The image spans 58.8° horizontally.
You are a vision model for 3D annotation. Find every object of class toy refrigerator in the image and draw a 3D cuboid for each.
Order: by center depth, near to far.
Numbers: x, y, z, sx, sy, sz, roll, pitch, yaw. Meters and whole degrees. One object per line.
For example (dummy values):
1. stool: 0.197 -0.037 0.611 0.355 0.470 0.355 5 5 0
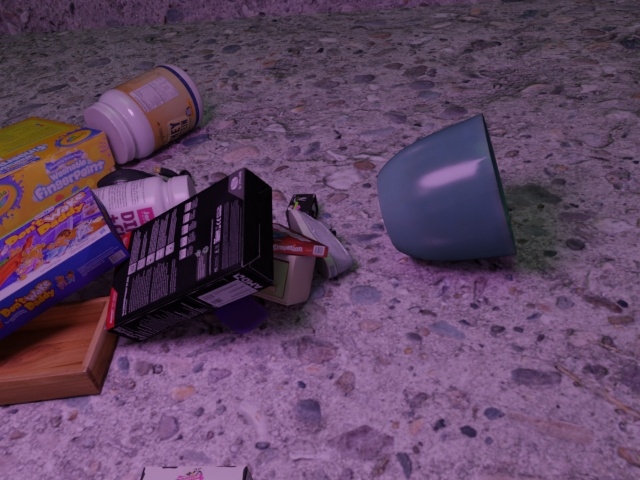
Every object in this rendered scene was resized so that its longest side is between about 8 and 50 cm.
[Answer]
1. toy refrigerator: -0.154 0.051 1.209 0.270 0.102 0.094 14 8 28

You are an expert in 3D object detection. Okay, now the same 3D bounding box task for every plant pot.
1. plant pot: 0.255 -0.089 1.184 0.235 0.293 0.293 -13 35 20

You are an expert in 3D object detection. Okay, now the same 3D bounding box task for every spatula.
1. spatula: -0.240 0.116 1.230 0.297 0.030 0.084 23 51 35

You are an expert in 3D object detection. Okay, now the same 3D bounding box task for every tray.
1. tray: -0.626 0.230 1.143 0.411 0.076 0.202 -7 37 3

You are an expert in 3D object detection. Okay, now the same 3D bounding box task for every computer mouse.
1. computer mouse: -0.467 -0.174 1.555 0.262 0.060 0.184 7 31 -20

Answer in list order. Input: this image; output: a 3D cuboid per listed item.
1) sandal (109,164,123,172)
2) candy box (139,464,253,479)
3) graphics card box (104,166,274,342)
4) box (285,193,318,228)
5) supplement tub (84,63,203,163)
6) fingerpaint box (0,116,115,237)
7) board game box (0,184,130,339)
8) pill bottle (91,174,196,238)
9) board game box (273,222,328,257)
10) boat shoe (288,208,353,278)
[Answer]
1. sandal: -0.565 -0.126 1.598 0.079 0.088 0.240 -47 42 7
2. candy box: -0.190 0.421 0.796 0.165 0.070 0.196 -4 39 9
3. graphics card box: -0.259 0.035 1.120 0.371 0.094 0.232 -26 50 27
4. box: -0.045 -0.072 1.409 0.062 0.052 0.083 0 38 14
5. supplement tub: -0.556 -0.401 1.805 0.228 0.228 0.316 20 47 33
6. fingerpaint box: -0.893 -0.188 1.645 0.371 0.163 0.445 15 38 29
7. board game box: -0.596 0.049 1.190 0.347 0.078 0.233 -35 42 -11
8. pill bottle: -0.452 -0.069 1.412 0.283 0.160 0.160 -13 38 -3
9. board game box: -0.107 -0.010 1.240 0.145 0.027 0.281 7 8 -27
10. boat shoe: 0.000 0.000 1.294 0.081 0.079 0.227 -18 44 -20
